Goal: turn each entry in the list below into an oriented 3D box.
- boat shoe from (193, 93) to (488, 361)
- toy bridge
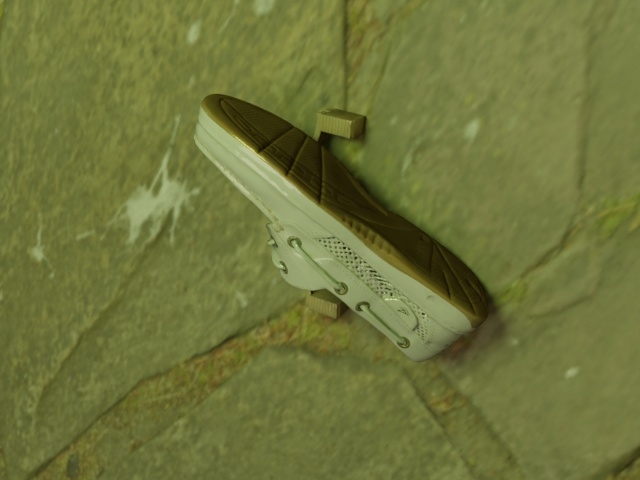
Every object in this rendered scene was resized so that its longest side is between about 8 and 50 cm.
[{"bbox_3d":[0.000,0.000,0.790,0.277,0.098,0.096,40,117,-5],"label":"boat shoe"},{"bbox_3d":[-0.002,-0.022,0.860,0.063,0.026,0.188,18,119,25],"label":"toy bridge"}]
